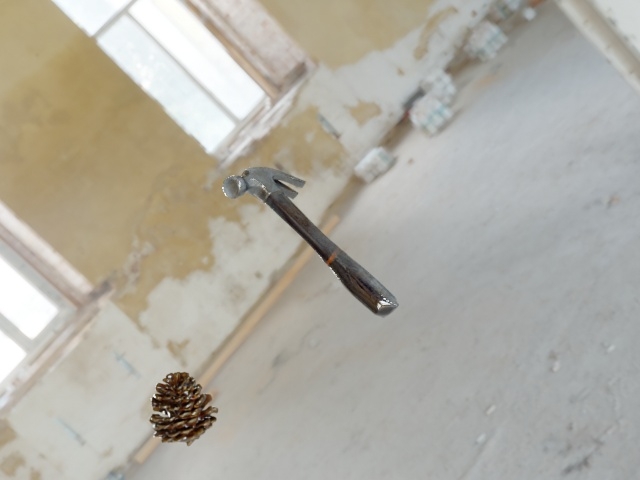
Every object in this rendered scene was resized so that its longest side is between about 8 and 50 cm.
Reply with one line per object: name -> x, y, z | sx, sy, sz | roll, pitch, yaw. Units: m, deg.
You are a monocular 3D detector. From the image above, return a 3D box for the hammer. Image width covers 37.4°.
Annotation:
hammer -> 0.000, 0.000, 1.329 | 0.037, 0.290, 0.137 | -53, -14, 29

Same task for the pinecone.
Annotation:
pinecone -> -0.199, 0.246, 1.375 | 0.102, 0.102, 0.109 | -60, -22, -51
